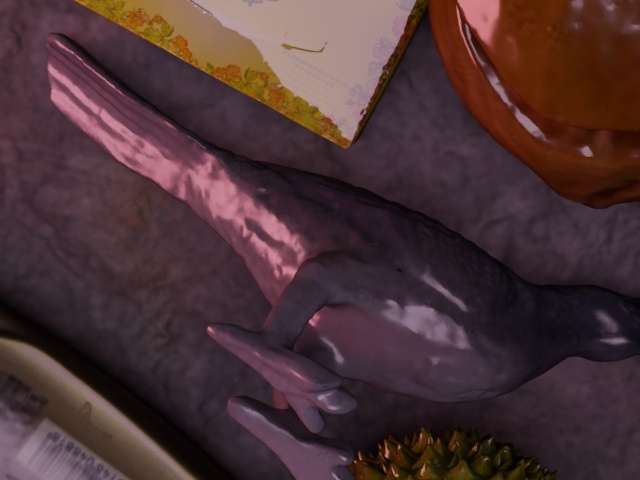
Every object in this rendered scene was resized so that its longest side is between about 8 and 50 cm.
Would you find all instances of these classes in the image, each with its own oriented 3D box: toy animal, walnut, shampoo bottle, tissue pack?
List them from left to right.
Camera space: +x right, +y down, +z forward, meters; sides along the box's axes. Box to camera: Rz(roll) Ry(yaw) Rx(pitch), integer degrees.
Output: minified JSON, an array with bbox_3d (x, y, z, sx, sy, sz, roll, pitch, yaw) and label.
[{"bbox_3d":[-0.194,0.089,0.685,0.350,0.084,0.125,35,96,-2],"label":"shampoo bottle"},{"bbox_3d":[-0.038,-0.128,0.657,0.176,0.062,0.095,29,99,0],"label":"tissue pack"},{"bbox_3d":[0.008,0.026,0.617,0.367,0.206,0.081,21,127,0],"label":"toy animal"},{"bbox_3d":[0.160,-0.179,0.574,0.209,0.209,0.336,21,88,0],"label":"walnut"}]

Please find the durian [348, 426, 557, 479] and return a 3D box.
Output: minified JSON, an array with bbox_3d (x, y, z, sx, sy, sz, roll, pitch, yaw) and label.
[{"bbox_3d":[0.045,0.169,0.645,0.146,0.198,0.159,32,57,-15],"label":"durian"}]
